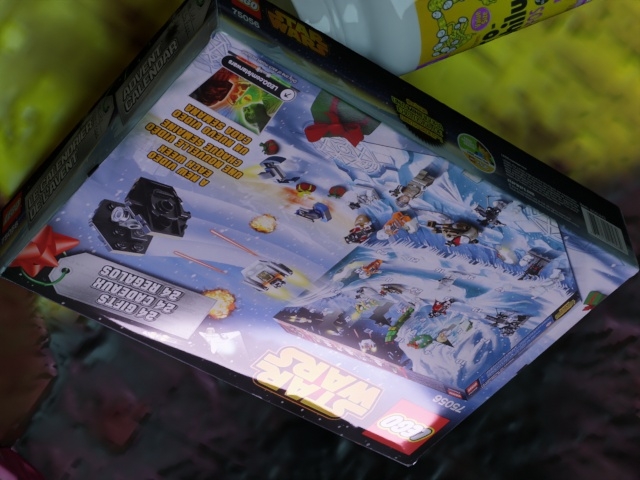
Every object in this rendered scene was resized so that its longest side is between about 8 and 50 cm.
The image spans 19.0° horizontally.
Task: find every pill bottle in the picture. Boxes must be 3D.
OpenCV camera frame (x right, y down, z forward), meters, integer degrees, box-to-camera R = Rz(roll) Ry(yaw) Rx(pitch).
[{"bbox_3d":[0.029,-0.068,0.486,0.083,0.043,0.043,-22,116,-13],"label":"pill bottle"}]

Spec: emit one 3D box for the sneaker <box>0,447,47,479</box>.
[{"bbox_3d":[-0.131,0.057,0.454,0.075,0.063,0.170,-51,125,-5],"label":"sneaker"}]

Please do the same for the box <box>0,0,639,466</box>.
[{"bbox_3d":[0.000,0.000,0.488,0.137,0.027,0.094,28,123,-29],"label":"box"}]
